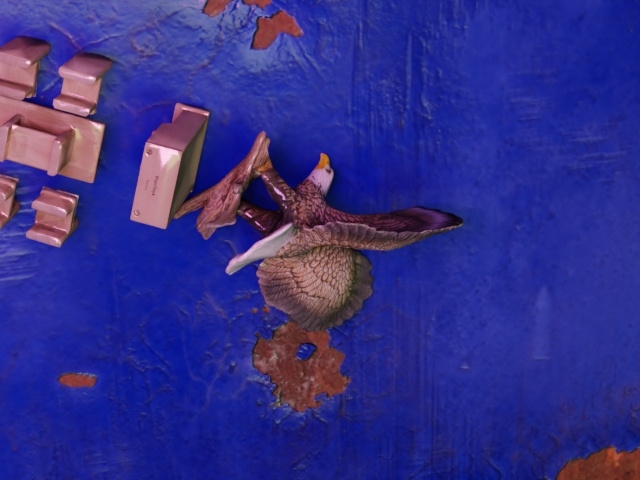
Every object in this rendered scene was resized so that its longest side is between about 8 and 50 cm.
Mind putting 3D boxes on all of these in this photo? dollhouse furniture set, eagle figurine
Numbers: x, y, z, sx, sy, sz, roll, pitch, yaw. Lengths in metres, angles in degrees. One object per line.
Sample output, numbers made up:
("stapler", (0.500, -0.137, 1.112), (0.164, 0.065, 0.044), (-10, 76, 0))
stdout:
("dollhouse furniture set", (-0.272, -0.114, 1.696), (0.242, 0.161, 0.212), (16, 111, 2))
("eagle figurine", (0.005, -0.010, 1.773), (0.298, 0.226, 0.225), (34, 82, -22))
